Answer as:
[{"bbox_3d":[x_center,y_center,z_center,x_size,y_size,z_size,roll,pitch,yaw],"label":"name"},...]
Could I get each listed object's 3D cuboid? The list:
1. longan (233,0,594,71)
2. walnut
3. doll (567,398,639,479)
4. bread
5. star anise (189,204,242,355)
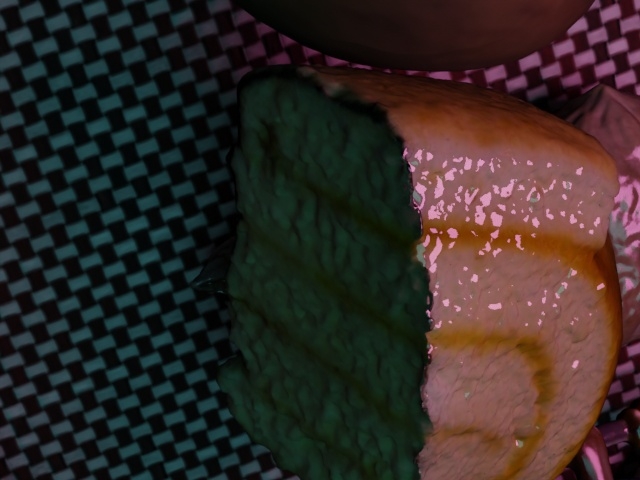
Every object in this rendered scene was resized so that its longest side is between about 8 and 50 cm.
[{"bbox_3d":[0.077,-0.309,1.136,0.405,0.336,0.404,-1,101,-3],"label":"longan"},{"bbox_3d":[0.243,-0.021,1.408,0.178,0.178,0.230,-10,111,-9],"label":"walnut"},{"bbox_3d":[0.251,0.255,1.526,0.340,0.209,0.318,3,141,-14],"label":"doll"},{"bbox_3d":[0.093,0.015,1.257,0.264,0.239,0.395,-22,134,-30],"label":"bread"},{"bbox_3d":[0.001,0.000,1.399,0.230,0.081,0.262,-9,125,-10],"label":"star anise"}]
